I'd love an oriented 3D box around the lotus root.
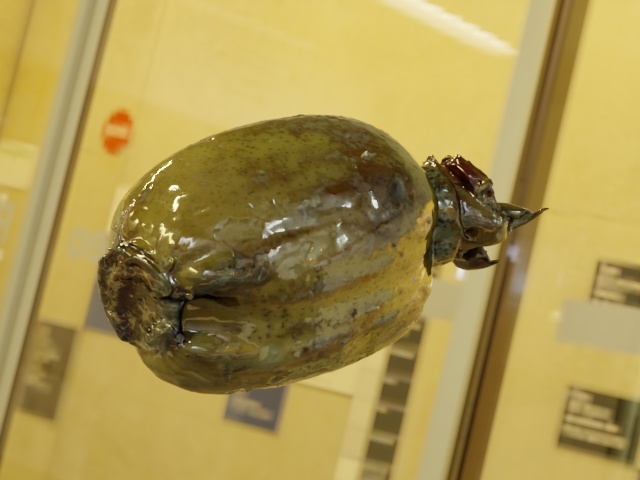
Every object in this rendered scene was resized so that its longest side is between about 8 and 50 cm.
[{"bbox_3d":[-0.001,0.000,0.946,0.278,0.154,0.154,-16,10,-28],"label":"lotus root"}]
